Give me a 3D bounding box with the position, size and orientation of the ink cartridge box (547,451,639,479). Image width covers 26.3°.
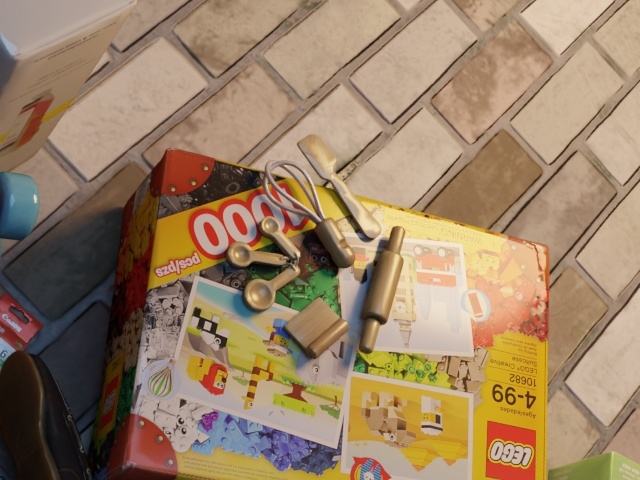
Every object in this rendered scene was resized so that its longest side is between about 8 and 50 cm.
[{"bbox_3d":[0.367,0.463,1.661,0.207,0.119,0.353,30,54,-27],"label":"ink cartridge box"}]

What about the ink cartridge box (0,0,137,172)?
[{"bbox_3d":[-0.388,-0.243,1.460,0.160,0.384,0.279,-35,88,-34],"label":"ink cartridge box"}]

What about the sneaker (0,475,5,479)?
[{"bbox_3d":[-0.338,0.313,1.455,0.106,0.101,0.267,-24,81,-52],"label":"sneaker"}]

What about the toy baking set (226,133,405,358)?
[{"bbox_3d":[0.006,0.004,1.529,0.196,0.030,0.256,29,60,-12],"label":"toy baking set"}]

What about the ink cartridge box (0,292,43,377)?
[{"bbox_3d":[-0.366,0.114,1.539,0.063,0.029,0.115,41,60,-6],"label":"ink cartridge box"}]

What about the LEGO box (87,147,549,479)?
[{"bbox_3d":[0.004,0.147,1.605,0.500,0.193,0.372,13,65,-20],"label":"LEGO box"}]

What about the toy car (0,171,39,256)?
[{"bbox_3d":[-0.417,0.051,1.418,0.219,0.210,0.238,8,58,-34],"label":"toy car"}]

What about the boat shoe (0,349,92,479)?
[{"bbox_3d":[-0.294,0.216,1.479,0.073,0.073,0.207,19,43,-47],"label":"boat shoe"}]
